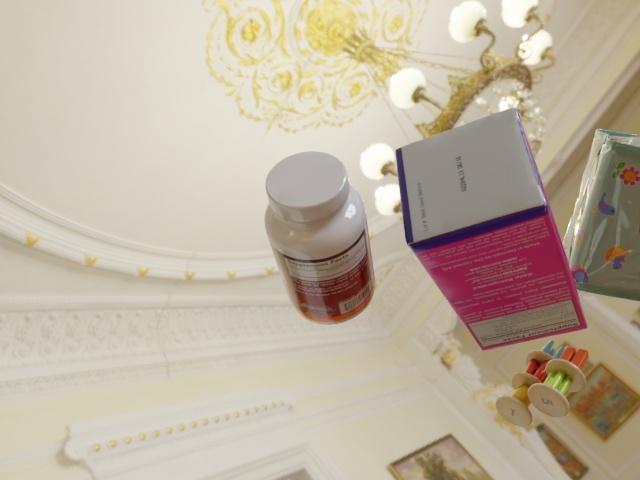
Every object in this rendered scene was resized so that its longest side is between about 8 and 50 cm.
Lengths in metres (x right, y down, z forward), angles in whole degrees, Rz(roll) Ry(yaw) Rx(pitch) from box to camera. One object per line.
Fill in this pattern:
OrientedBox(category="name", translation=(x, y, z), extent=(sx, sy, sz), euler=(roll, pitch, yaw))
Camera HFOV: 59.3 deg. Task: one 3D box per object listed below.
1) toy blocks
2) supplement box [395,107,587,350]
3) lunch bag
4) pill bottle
OrientedBox(category="toy blocks", translation=(0.322, 0.182, 0.780), extent=(0.148, 0.054, 0.123), euler=(-39, -7, -35))
OrientedBox(category="supplement box", translation=(0.165, 0.004, 0.529), extent=(0.114, 0.111, 0.220), euler=(-17, -39, 21))
OrientedBox(category="lunch bag", translation=(0.500, -0.023, 0.786), extent=(0.160, 0.262, 0.223), euler=(-46, -33, -65))
OrientedBox(category="pill bottle", translation=(0.000, 0.000, 0.488), extent=(0.086, 0.086, 0.152), euler=(-34, -38, -18))
